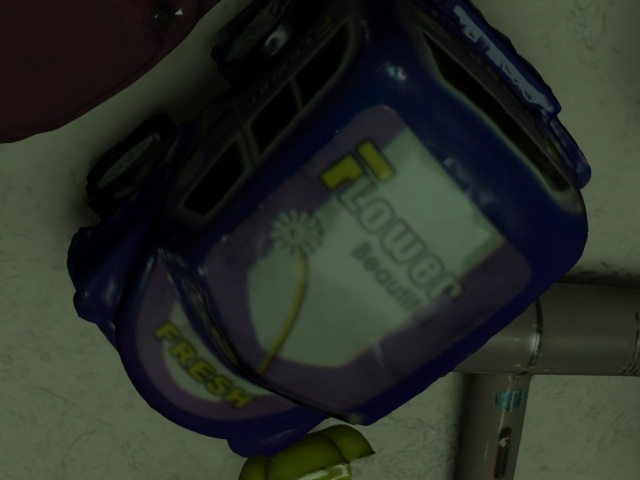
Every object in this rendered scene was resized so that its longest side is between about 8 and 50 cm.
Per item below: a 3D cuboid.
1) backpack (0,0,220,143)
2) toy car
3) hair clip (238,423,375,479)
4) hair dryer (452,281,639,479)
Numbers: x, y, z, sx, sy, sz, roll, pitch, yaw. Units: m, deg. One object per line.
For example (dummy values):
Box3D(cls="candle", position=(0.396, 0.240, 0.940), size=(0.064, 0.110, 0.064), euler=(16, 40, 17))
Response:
Box3D(cls="backpack", position=(-0.134, -0.187, 0.506), size=(0.283, 0.197, 0.317), euler=(-35, 132, 6))
Box3D(cls="toy car", position=(0.000, 0.000, 0.672), size=(0.235, 0.158, 0.172), euler=(-42, 107, 13))
Box3D(cls="hair clip", position=(-0.005, 0.129, 0.806), size=(0.072, 0.046, 0.173), euler=(-21, 162, -4))
Box3D(cls="hair dryer", position=(0.077, 0.111, 0.879), size=(0.195, 0.053, 0.220), euler=(5, 129, -20))
